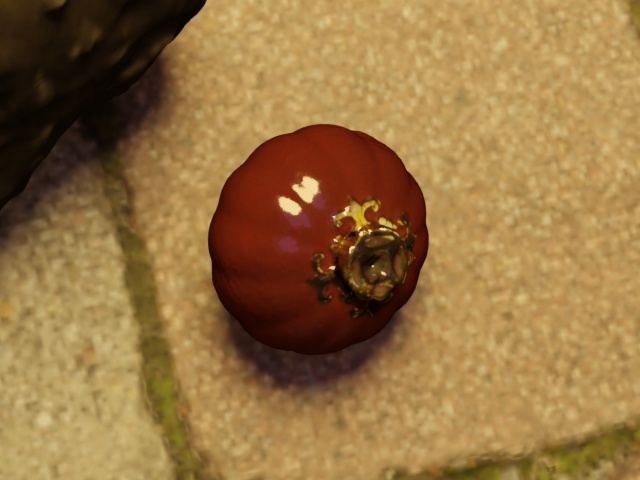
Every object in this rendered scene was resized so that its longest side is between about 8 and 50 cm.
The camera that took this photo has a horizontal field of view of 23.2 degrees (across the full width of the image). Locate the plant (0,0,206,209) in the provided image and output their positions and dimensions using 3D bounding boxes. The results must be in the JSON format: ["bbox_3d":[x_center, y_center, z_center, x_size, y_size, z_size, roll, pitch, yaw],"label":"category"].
[{"bbox_3d":[-0.166,-0.106,0.609,0.234,0.204,0.178,-37,77,-18],"label":"plant"}]

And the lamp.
[{"bbox_3d":[0.000,0.000,0.668,0.101,0.090,0.101,-15,115,-33],"label":"lamp"}]
